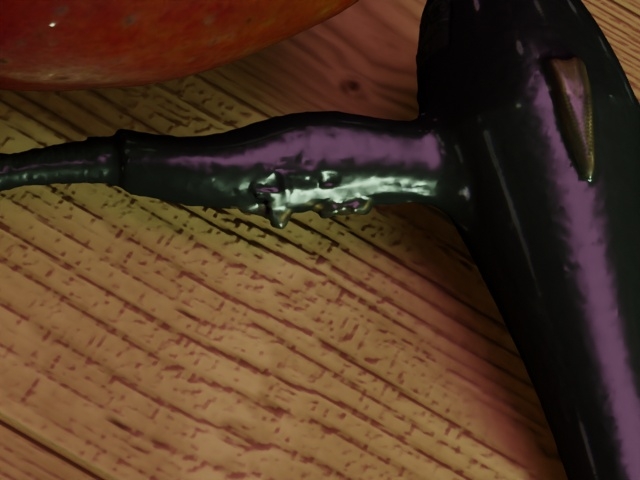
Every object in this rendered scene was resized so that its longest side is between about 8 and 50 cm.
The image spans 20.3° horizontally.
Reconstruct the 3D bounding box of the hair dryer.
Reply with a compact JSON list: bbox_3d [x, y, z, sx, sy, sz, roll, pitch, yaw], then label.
[{"bbox_3d":[0.000,0.000,0.845,0.359,0.120,0.304,-2,66,-15],"label":"hair dryer"}]

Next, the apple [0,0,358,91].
[{"bbox_3d":[-0.122,-0.217,0.823,0.364,0.295,0.329,-3,76,-30],"label":"apple"}]
